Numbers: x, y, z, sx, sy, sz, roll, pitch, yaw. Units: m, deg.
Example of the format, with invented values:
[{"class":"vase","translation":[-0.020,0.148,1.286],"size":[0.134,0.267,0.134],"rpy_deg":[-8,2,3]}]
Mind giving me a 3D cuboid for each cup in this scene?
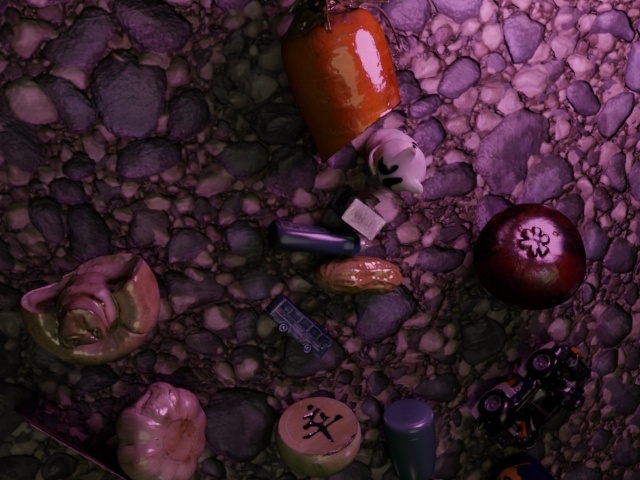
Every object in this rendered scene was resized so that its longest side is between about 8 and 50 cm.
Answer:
[{"class":"cup","translation":[0.494,0.671,1.641],"size":[0.255,0.256,0.178],"rpy_deg":[-9,110,-11]}]

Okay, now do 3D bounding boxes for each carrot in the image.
[{"class":"carrot","translation":[0.036,-0.324,1.227],"size":[0.214,0.193,0.331],"rpy_deg":[-11,112,34]}]

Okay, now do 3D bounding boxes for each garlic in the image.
[{"class":"garlic","translation":[-0.364,0.409,1.419],"size":[0.212,0.218,0.218],"rpy_deg":[-9,117,34]}]

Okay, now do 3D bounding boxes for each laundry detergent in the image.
[{"class":"laundry detergent","translation":[0.000,-0.001,1.383],"size":[0.207,0.097,0.061],"rpy_deg":[6,90,-15]}]

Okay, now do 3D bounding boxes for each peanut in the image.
[{"class":"peanut","translation":[0.085,0.075,1.433],"size":[0.194,0.093,0.083],"rpy_deg":[1,81,-11]}]

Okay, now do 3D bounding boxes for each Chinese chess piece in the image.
[{"class":"Chinese chess piece","translation":[-0.005,0.428,1.478],"size":[0.189,0.188,0.083],"rpy_deg":[-8,122,-11]}]

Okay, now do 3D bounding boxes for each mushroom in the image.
[{"class":"mushroom","translation":[-0.423,0.152,1.285],"size":[0.254,0.195,0.188],"rpy_deg":[-23,116,-2]}]

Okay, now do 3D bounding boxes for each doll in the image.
[{"class":"doll","translation":[0.148,-0.158,1.329],"size":[0.107,0.180,0.110],"rpy_deg":[-19,113,8]}]

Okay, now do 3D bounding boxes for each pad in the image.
[{"class":"pad","translation":[-0.471,0.438,1.370],"size":[0.330,0.220,0.004],"rpy_deg":[41,66,-22]}]

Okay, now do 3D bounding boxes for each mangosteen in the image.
[{"class":"mangosteen","translation":[0.455,0.047,1.464],"size":[0.236,0.235,0.261],"rpy_deg":[-31,155,-2]}]

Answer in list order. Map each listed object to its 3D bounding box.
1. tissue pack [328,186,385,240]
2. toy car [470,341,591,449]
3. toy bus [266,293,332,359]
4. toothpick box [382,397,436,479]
[{"class":"tissue pack","translation":[0.079,-0.065,1.372],"size":[0.085,0.111,0.079],"rpy_deg":[36,96,-21]},{"class":"toy car","translation":[0.515,0.374,1.623],"size":[0.301,0.118,0.193],"rpy_deg":[-45,121,3]},{"class":"toy bus","translation":[-0.045,0.188,1.464],"size":[0.065,0.047,0.166],"rpy_deg":[-46,112,0]},{"class":"toothpick box","translation":[0.213,0.478,1.585],"size":[0.121,0.120,0.184],"rpy_deg":[-12,114,-9]}]
